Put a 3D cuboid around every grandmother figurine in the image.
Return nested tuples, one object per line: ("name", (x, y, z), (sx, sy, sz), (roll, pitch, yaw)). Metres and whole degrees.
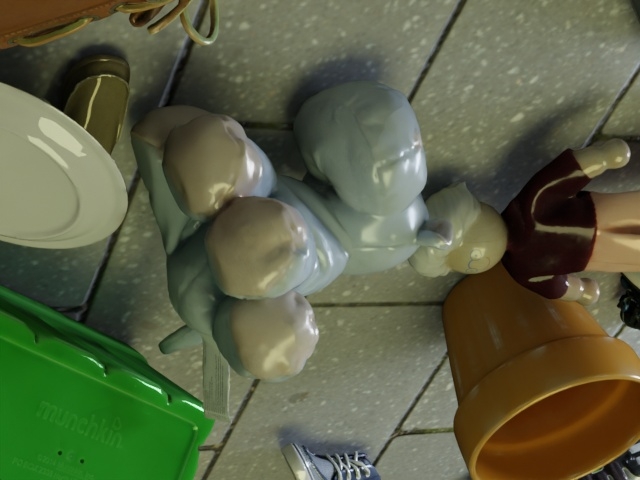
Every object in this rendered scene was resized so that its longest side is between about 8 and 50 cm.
("grandmother figurine", (0.249, -0.009, 1.379), (0.342, 0.104, 0.208), (-1, 123, -5))

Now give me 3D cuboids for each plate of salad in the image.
("plate of salad", (-0.233, -0.061, 1.062), (0.200, 0.048, 0.200), (12, 146, 8))

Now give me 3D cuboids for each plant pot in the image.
("plant pot", (0.217, 0.128, 1.513), (0.205, 0.188, 0.205), (-14, 143, -11))

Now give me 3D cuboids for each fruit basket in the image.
("fruit basket", (-0.337, 0.170, 1.288), (0.392, 0.283, 0.392), (19, 168, 4))

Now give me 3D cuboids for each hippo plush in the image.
("hippo plush", (0.000, 0.000, 1.198), (0.236, 0.234, 0.294), (-20, 128, -20))

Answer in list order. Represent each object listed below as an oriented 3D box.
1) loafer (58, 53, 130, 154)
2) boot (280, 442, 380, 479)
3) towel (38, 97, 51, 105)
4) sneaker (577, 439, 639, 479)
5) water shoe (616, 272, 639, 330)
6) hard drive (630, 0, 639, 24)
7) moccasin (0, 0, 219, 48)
("loafer", (-0.182, -0.084, 1.153), (0.056, 0.050, 0.148), (0, 139, -28))
("boot", (0.016, 0.266, 1.702), (0.086, 0.069, 0.190), (-29, 152, -2))
("towel", (-0.257, -0.061, 1.121), (0.148, 0.027, 0.110), (-7, 135, 15))
("sneaker", (0.329, 0.341, 1.920), (0.281, 0.106, 0.162), (-17, 147, -8))
("water shoe", (0.363, 0.070, 1.612), (0.080, 0.073, 0.203), (-35, 142, 21))
("hard drive", (0.384, -0.240, 1.240), (0.254, 0.054, 0.172), (-30, 143, 10))
("moccasin", (-0.126, -0.202, 0.961), (0.380, 0.139, 0.147), (-23, 164, 1))
